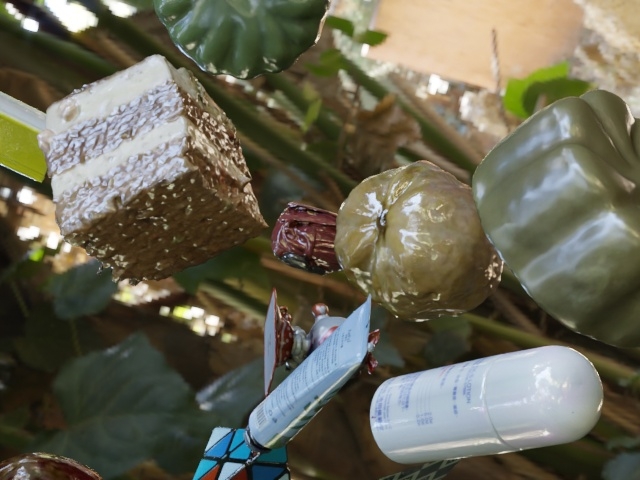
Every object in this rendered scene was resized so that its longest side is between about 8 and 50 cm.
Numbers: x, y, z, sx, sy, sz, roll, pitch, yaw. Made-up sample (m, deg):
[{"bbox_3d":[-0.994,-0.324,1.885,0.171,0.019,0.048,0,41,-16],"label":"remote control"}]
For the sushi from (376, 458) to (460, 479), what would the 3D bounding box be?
[{"bbox_3d":[0.116,0.438,1.707,0.043,0.192,0.279,61,141,27],"label":"sushi"}]

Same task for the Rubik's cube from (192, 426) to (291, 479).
[{"bbox_3d":[-0.171,0.438,2.241,0.234,0.284,0.250,50,125,53],"label":"Rubik's cube"}]

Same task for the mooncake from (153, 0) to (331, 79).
[{"bbox_3d":[-0.150,-0.473,2.024,0.187,0.351,0.351,-76,3,-72],"label":"mooncake"}]

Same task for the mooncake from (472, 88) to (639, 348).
[{"bbox_3d":[0.420,-0.036,1.544,0.201,0.378,0.378,-49,19,36],"label":"mooncake"}]

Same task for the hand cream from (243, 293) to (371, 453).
[{"bbox_3d":[-0.012,0.172,1.265,0.271,0.058,0.091,-50,19,39],"label":"hand cream"}]

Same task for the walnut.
[{"bbox_3d":[0.197,0.009,2.012,0.344,0.306,0.306,13,-87,-53],"label":"walnut"}]

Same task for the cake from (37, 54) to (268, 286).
[{"bbox_3d":[-0.268,-0.115,1.725,0.256,0.282,0.290,48,-158,-57],"label":"cake"}]

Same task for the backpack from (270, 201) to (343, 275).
[{"bbox_3d":[0.000,0.003,2.409,0.229,0.229,0.139,-104,27,-82],"label":"backpack"}]

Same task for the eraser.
[{"bbox_3d":[-0.664,-0.230,2.282,0.158,0.226,0.069,-50,17,47],"label":"eraser"}]

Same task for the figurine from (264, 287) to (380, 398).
[{"bbox_3d":[0.007,0.210,2.145,0.160,0.226,0.184,105,166,-54],"label":"figurine"}]

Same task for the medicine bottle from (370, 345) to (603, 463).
[{"bbox_3d":[0.225,0.223,1.446,0.341,0.130,0.130,-22,46,47],"label":"medicine bottle"}]

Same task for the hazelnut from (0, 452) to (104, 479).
[{"bbox_3d":[-0.358,0.366,1.417,0.204,0.177,0.178,-117,41,-63],"label":"hazelnut"}]
